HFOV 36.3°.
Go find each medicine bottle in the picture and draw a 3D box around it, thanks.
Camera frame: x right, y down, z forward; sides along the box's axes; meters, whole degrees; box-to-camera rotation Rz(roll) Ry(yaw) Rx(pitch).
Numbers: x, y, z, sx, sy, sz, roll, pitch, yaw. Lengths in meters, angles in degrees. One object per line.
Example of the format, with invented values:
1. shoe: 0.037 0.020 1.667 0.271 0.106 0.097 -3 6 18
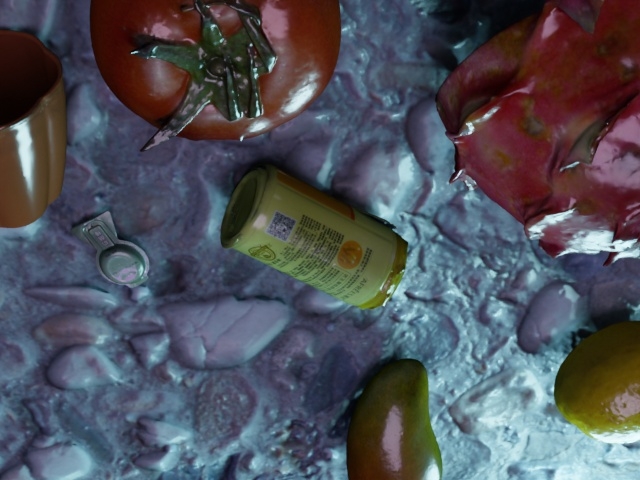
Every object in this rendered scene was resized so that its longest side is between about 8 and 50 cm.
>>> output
1. medicine bottle: 0.000 0.000 1.239 0.239 0.124 0.124 25 118 -25

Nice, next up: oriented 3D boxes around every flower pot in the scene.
1. flower pot: -0.363 -0.112 1.076 0.190 0.191 0.173 -6 137 -4

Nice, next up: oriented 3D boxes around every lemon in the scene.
1. lemon: 0.446 0.205 1.423 0.207 0.170 0.170 -37 122 7

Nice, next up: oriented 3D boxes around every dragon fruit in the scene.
1. dragon fruit: 0.320 -0.110 1.058 0.371 0.249 0.386 -21 162 18

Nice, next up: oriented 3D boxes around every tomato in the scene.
1. tomato: -0.107 -0.224 0.998 0.255 0.224 0.256 -5 130 -6

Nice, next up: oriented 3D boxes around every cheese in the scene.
1. cheese: -0.266 0.017 1.263 0.067 0.026 0.121 -26 124 9

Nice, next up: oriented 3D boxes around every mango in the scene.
1. mango: 0.108 0.316 1.473 0.146 0.129 0.289 -10 117 1
